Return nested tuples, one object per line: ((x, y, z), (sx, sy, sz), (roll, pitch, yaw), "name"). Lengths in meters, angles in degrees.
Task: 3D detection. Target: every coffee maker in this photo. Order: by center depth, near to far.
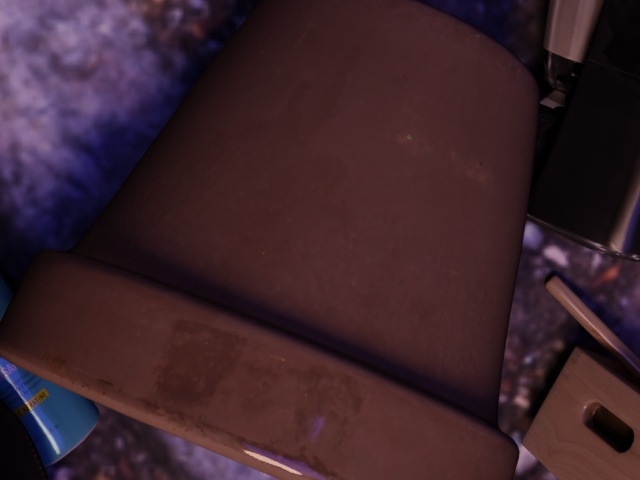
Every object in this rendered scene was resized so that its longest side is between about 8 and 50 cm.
((0.178, -0.080, 0.724), (0.120, 0.171, 0.178), (5, 108, -32), "coffee maker")

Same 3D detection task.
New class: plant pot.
((0.000, 0.000, 0.685), (0.263, 0.263, 0.229), (24, 83, -19), "plant pot")

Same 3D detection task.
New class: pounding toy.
((0.195, 0.108, 0.819), (0.130, 0.141, 0.100), (22, 101, -33), "pounding toy")

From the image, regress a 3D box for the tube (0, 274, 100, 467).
((-0.200, 0.032, 0.740), (0.080, 0.052, 0.207), (-36, 107, -1), "tube")

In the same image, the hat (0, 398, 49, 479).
((-0.213, 0.160, 0.699), (0.134, 0.331, 0.331), (-10, 115, -53), "hat")
